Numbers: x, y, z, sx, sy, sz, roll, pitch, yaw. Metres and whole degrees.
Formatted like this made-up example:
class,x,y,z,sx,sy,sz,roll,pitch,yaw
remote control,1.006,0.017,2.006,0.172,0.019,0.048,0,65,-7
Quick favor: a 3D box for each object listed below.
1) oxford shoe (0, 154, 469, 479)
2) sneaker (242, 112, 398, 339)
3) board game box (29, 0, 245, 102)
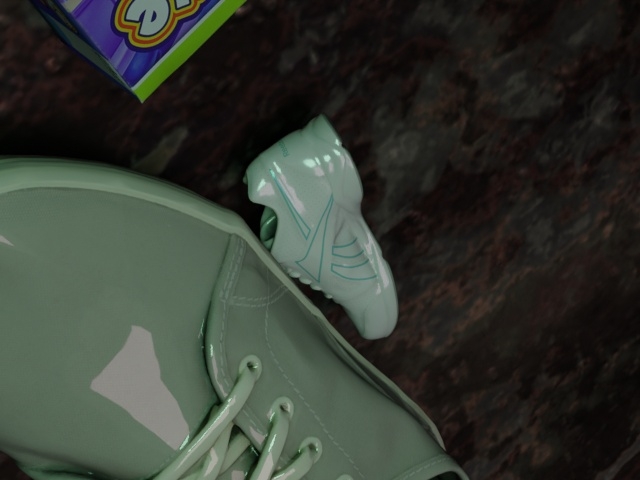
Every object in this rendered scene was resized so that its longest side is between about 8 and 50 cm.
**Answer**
class,x,y,z,sx,sy,sz,roll,pitch,yaw
oxford shoe,-0.053,0.095,0.969,0.169,0.130,0.449,-42,136,10
sneaker,0.000,0.000,1.025,0.061,0.053,0.152,-26,130,-4
board game box,-0.030,-0.262,0.802,0.347,0.078,0.233,-46,136,-7
